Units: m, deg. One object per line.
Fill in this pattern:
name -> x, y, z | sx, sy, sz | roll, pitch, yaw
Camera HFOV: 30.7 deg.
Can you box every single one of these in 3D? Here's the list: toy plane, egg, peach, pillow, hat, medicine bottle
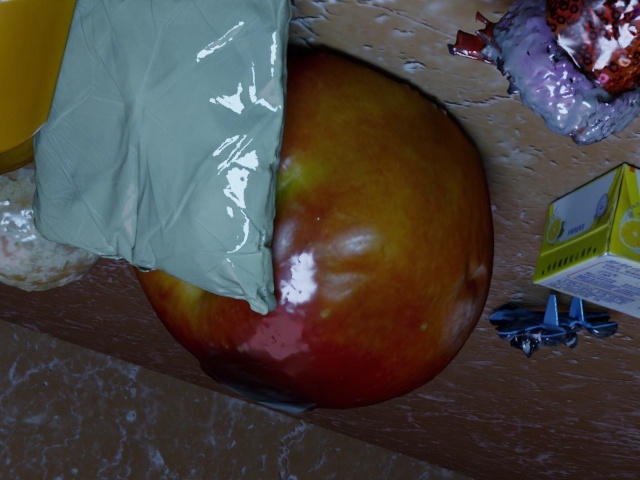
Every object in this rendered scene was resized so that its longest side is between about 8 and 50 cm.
toy plane -> 0.295, 0.120, 1.617 | 0.169, 0.078, 0.246 | -9, 174, -21
egg -> -0.377, -0.030, 1.529 | 0.195, 0.195, 0.233 | 2, 172, 36
peach -> -0.009, 0.010, 1.157 | 0.335, 0.310, 0.406 | 2, 158, 28
pillow -> -0.149, -0.099, 0.987 | 0.280, 0.274, 0.076 | 16, -159, 31
hat -> 0.211, -0.168, 0.794 | 0.140, 0.129, 0.227 | 41, 140, -4
medicine bottle -> -0.304, -0.147, 0.975 | 0.149, 0.222, 0.112 | 32, -149, 18

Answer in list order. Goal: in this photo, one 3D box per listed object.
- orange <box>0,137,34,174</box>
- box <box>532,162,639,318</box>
orange -> -0.403, -0.171, 1.178 | 0.334, 0.196, 0.262 | 15, 151, 24
box -> 0.380, 0.025, 1.216 | 0.265, 0.097, 0.168 | 18, 163, -10
